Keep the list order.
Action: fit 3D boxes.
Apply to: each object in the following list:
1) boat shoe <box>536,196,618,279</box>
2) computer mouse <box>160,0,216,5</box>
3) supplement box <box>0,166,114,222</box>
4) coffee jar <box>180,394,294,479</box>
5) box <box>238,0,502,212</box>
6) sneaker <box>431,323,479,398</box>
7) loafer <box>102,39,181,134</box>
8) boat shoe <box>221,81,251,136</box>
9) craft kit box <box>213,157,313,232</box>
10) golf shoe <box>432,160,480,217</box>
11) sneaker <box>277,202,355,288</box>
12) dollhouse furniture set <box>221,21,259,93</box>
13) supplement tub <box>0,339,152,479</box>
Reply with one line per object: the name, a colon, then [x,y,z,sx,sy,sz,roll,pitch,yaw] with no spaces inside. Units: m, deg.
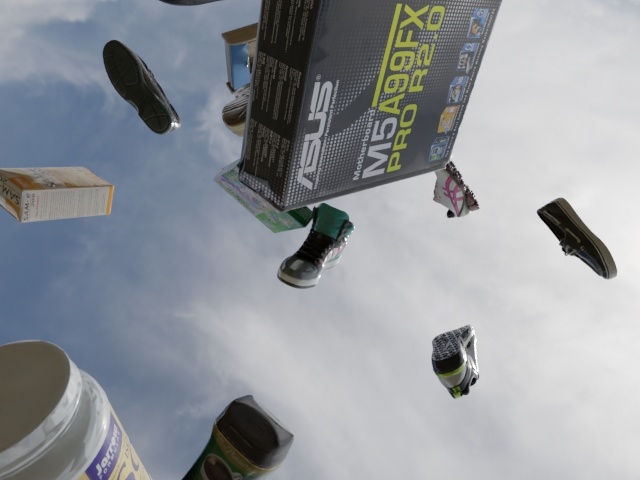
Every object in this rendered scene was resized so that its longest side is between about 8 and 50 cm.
boat shoe: [0.567,0.004,1.289,0.070,0.078,0.219,-27,-120,-4]
computer mouse: [-0.180,-0.480,0.994,0.272,0.072,0.189,-23,-110,-28]
supplement box: [-0.277,-0.050,0.604,0.062,0.098,0.036,29,-67,31]
coffee jar: [-0.112,0.286,0.713,0.096,0.079,0.184,37,-76,22]
box: [0.054,-0.170,0.438,0.216,0.270,0.060,-18,-138,-42]
sneaker: [0.270,0.244,1.149,0.084,0.234,0.097,-23,-88,25]
loafer: [-0.455,-0.387,1.480,0.096,0.084,0.268,-33,-88,20]
boat shoe: [-0.143,-0.276,1.272,0.109,0.098,0.302,-20,-155,7]
craft kit box: [-0.164,-0.124,1.618,0.061,0.250,0.246,-53,-163,-15]
golf shoe: [0.285,-0.113,1.290,0.085,0.186,0.068,-27,-141,20]
sneaker: [0.000,0.000,1.450,0.123,0.179,0.295,24,-156,14]
dollhouse furniture set: [-0.116,-0.467,1.698,0.286,0.198,0.303,-24,-116,-18]
supplement tub: [-0.395,0.331,0.826,0.240,0.332,0.241,-6,-144,5]
